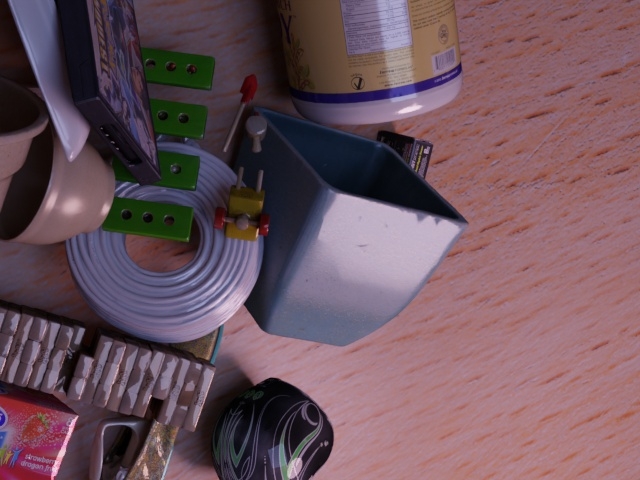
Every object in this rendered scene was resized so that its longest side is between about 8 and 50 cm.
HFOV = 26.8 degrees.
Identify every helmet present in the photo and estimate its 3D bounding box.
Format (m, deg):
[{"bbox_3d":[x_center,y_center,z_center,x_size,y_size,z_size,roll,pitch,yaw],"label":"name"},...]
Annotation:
[{"bbox_3d":[-0.077,0.298,1.920,0.161,0.169,0.169,-52,125,-31],"label":"helmet"}]

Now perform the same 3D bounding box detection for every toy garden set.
[{"bbox_3d":[-0.155,-0.112,1.699,0.203,0.049,0.244,8,74,-2],"label":"toy garden set"}]

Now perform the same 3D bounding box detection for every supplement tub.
[{"bbox_3d":[0.057,-0.341,1.795,0.241,0.241,0.331,-20,112,-28],"label":"supplement tub"}]

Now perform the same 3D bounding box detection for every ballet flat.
[{"bbox_3d":[-0.239,0.238,1.831,0.123,0.123,0.348,20,92,-35],"label":"ballet flat"}]

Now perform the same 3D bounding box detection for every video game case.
[{"bbox_3d":[-0.252,-0.233,1.570,0.035,0.248,0.275,-14,70,5],"label":"video game case"}]

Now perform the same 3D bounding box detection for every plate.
[{"bbox_3d":[-0.308,-0.263,1.563,0.045,0.278,0.277,-17,113,2],"label":"plate"}]

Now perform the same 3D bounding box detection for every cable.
[{"bbox_3d":[-0.200,0.000,1.735,0.257,0.089,0.257,-44,82,-13],"label":"cable"}]

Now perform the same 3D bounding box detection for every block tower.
[{"bbox_3d":[-0.311,0.151,1.704,0.335,0.091,0.097,19,90,-14],"label":"block tower"}]

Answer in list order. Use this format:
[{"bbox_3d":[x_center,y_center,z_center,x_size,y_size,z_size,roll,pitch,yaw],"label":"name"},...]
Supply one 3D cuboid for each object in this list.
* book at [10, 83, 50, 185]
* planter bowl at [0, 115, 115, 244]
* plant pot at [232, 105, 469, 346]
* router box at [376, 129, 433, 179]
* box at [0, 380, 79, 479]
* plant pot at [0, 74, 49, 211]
[{"bbox_3d":[-0.369,-0.124,1.698,0.096,0.035,0.144,-4,106,-34],"label":"book"},{"bbox_3d":[-0.319,-0.065,1.632,0.109,0.162,0.162,17,93,-38],"label":"planter bowl"},{"bbox_3d":[0.000,0.000,1.856,0.248,0.247,0.252,13,114,-35],"label":"plant pot"},{"bbox_3d":[0.113,-0.096,1.985,0.038,0.092,0.122,10,97,-35],"label":"router box"},{"bbox_3d":[-0.453,0.231,1.677,0.257,0.122,0.128,22,89,-35],"label":"box"},{"bbox_3d":[-0.495,-0.029,1.493,0.334,0.334,0.305,2,113,-34],"label":"plant pot"}]
